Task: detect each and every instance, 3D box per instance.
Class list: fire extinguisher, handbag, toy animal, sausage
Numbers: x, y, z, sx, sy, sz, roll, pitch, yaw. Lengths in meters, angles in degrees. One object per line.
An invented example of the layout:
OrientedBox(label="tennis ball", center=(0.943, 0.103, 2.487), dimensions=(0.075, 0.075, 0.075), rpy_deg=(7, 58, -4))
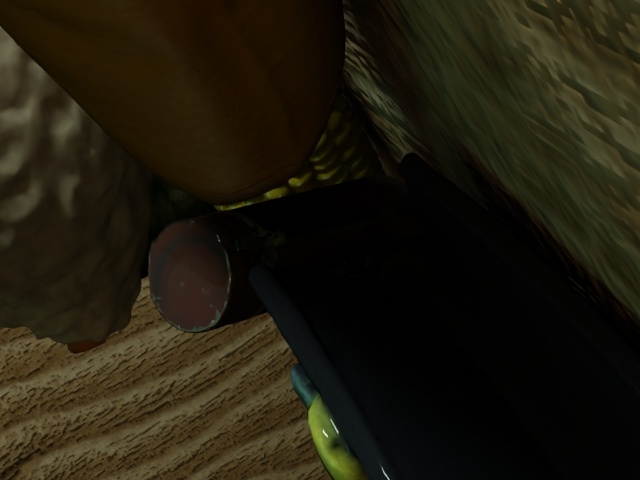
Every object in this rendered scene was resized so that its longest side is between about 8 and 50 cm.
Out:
OrientedBox(label="fire extinguisher", center=(0.000, 0.000, 0.609), dimensions=(0.158, 0.064, 0.043), rpy_deg=(-16, -103, -51))
OrientedBox(label="handbag", center=(0.114, 0.156, 0.549), dimensions=(0.329, 0.122, 0.303), rpy_deg=(53, 177, 42))
OrientedBox(label="toy animal", center=(-0.188, -0.103, 0.689), dimensions=(0.188, 0.226, 0.358), rpy_deg=(-13, 103, 52))
OrientedBox(label="sausage", center=(-0.047, -0.082, 0.483), dimensions=(0.112, 0.112, 0.328), rpy_deg=(53, 177, 19))

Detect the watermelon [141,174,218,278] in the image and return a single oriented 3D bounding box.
OrientedBox(label="watermelon", center=(-0.166, -0.085, 1.001), dimensions=(0.242, 0.242, 0.242), rpy_deg=(54, 177, 4))

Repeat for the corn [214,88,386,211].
OrientedBox(label="corn", center=(-0.041, -0.075, 0.668), dimensions=(0.231, 0.080, 0.080), rpy_deg=(57, 176, -37))
